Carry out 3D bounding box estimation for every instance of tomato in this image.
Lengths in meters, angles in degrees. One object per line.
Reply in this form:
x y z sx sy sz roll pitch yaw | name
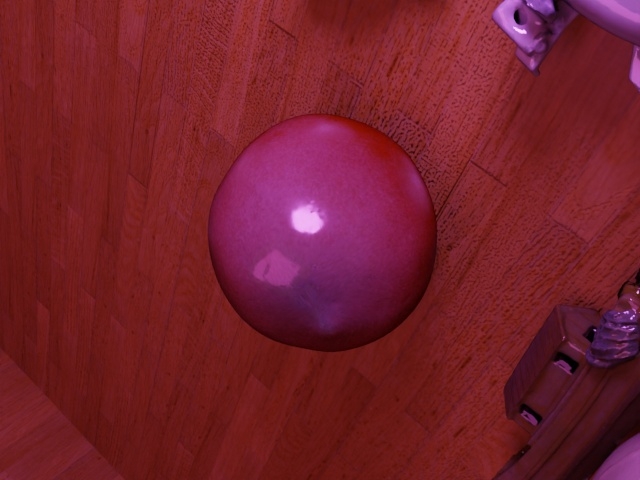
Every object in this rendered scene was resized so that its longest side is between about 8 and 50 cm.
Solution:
0.000 0.000 0.910 0.322 0.321 0.321 22 128 31 | tomato

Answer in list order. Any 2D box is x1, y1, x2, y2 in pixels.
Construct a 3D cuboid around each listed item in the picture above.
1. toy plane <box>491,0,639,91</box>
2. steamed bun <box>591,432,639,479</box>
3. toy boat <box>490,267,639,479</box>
0.286 -0.261 0.647 0.245 0.117 0.244 8 106 28 | toy plane
0.476 0.368 0.724 0.374 0.334 0.334 33 133 18 | steamed bun
0.329 0.212 0.890 0.162 0.136 0.445 36 135 26 | toy boat
